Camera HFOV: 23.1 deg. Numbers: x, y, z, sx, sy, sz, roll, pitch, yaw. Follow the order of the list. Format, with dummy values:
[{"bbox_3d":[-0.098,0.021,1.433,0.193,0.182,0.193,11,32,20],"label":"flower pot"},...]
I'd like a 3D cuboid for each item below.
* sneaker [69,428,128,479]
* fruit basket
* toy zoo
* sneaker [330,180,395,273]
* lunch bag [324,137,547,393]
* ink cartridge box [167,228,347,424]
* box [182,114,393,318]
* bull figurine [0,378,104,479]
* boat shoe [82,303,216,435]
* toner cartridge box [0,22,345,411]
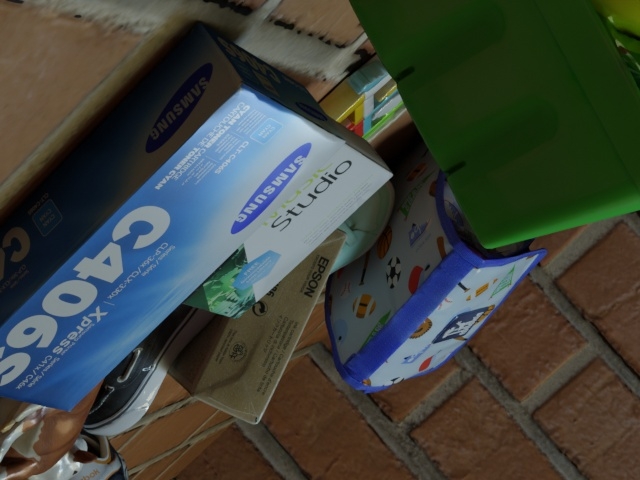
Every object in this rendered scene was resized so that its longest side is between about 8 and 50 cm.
[{"bbox_3d":[-0.345,0.322,2.230,0.126,0.127,0.321,-34,-165,-15],"label":"sneaker"},{"bbox_3d":[0.218,-0.207,1.150,0.392,0.392,0.283,-45,172,19],"label":"fruit basket"},{"bbox_3d":[0.042,-0.151,1.826,0.192,0.030,0.293,-41,172,-5],"label":"toy zoo"},{"bbox_3d":[0.000,0.001,2.218,0.256,0.094,0.151,-44,169,6],"label":"sneaker"},{"bbox_3d":[0.174,0.023,2.344,0.328,0.239,0.385,-50,-172,33],"label":"lunch bag"},{"bbox_3d":[-0.077,0.072,1.756,0.235,0.088,0.193,-64,-165,-2],"label":"ink cartridge box"},{"bbox_3d":[-0.079,-0.037,1.493,0.232,0.058,0.322,-43,156,10],"label":"box"},{"bbox_3d":[-0.315,0.201,1.691,0.188,0.101,0.310,-33,158,-38],"label":"bull figurine"},{"bbox_3d":[-0.217,0.112,1.744,0.102,0.108,0.301,10,136,-36],"label":"boat shoe"},{"bbox_3d":[-0.156,-0.008,1.278,0.348,0.075,0.165,-44,151,14],"label":"toner cartridge box"}]
